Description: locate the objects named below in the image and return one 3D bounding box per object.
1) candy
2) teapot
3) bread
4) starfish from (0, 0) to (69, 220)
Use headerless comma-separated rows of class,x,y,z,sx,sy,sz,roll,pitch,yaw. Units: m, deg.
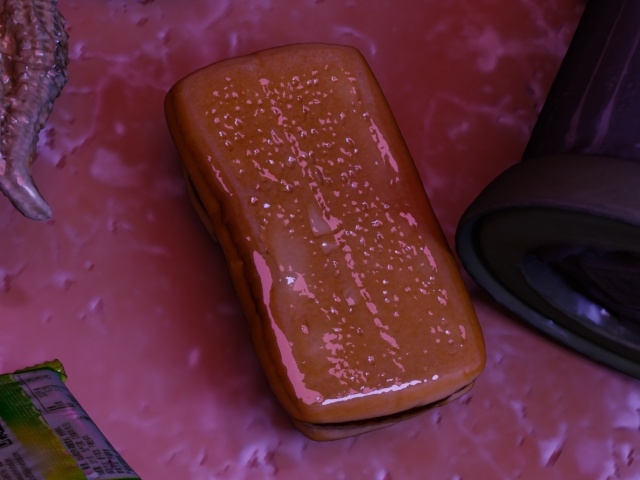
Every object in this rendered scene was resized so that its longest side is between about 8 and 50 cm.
candy,-0.140,0.094,0.762,0.102,0.178,0.032,-9,108,-23
teapot,0.237,-0.092,0.883,0.270,0.200,0.337,42,65,-43
bread,0.000,0.000,0.868,0.116,0.077,0.200,-18,75,-17
starfish,-0.185,-0.195,0.888,0.358,0.078,0.347,42,68,9
